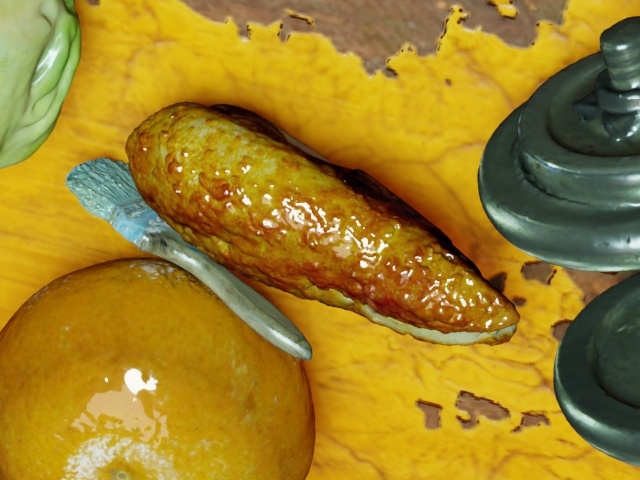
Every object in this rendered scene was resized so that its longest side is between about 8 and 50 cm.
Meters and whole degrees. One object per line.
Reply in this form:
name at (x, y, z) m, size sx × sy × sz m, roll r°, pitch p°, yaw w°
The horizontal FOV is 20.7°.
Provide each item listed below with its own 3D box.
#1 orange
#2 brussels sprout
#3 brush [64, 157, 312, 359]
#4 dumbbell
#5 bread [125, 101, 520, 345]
orange at (-0.112, 0.109, 1.154) m, size 0.224 × 0.170 × 0.224 m, roll 1°, pitch 124°, yaw 2°
brussels sprout at (-0.245, -0.127, 1.037) m, size 0.223 × 0.161 × 0.223 m, roll 7°, pitch 106°, yaw 24°
brush at (-0.078, 0.013, 1.100) m, size 0.196 × 0.070 × 0.021 m, roll 41°, pitch 113°, yaw 17°
dumbbell at (0.200, 0.007, 0.966) m, size 0.192 × 0.192 × 0.290 m, roll -8°, pitch 123°, yaw 23°
bread at (-0.004, -0.003, 1.045) m, size 0.269 × 0.139 × 0.095 m, roll 34°, pitch 90°, yaw 14°
